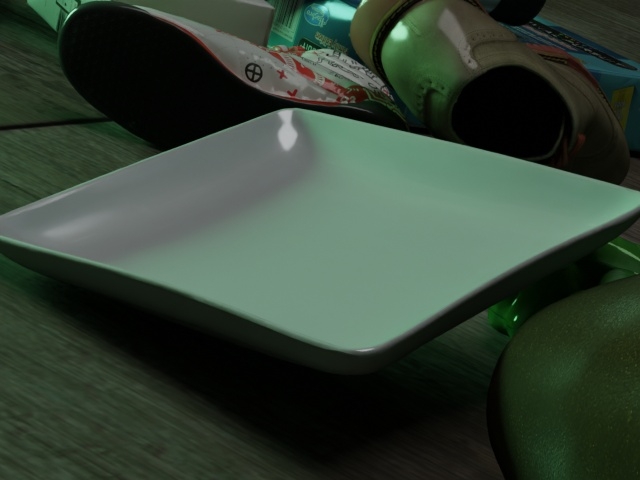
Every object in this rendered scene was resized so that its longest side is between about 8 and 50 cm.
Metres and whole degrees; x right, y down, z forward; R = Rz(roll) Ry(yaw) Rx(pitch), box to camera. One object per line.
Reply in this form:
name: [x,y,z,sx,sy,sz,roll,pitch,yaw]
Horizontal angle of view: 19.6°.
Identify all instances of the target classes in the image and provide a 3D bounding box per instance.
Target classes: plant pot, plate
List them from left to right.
plate: [0.000,0.000,1.044,0.278,0.045,0.277,17,28,36]
plant pot: [0.175,0.096,0.815,0.215,0.215,0.230,10,4,-24]

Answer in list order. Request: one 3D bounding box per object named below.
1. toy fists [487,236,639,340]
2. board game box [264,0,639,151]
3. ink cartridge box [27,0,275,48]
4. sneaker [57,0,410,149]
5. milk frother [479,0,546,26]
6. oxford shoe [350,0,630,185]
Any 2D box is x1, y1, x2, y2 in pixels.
toy fists: [0.185,0.056,1.086,0.142,0.096,0.279,12,19,-12]
board game box: [0.142,-0.173,1.795,0.336,0.079,0.254,4,21,-38]
ink cartridge box: [-0.147,-0.200,1.584,0.148,0.086,0.203,8,18,-29]
sneaker: [-0.062,-0.114,1.395,0.270,0.090,0.145,20,16,-5]
milk frother: [0.121,-0.262,1.788,0.135,0.129,0.143,3,-22,-40]
oxford shoe: [0.154,-0.084,1.425,0.348,0.123,0.130,24,24,-49]
